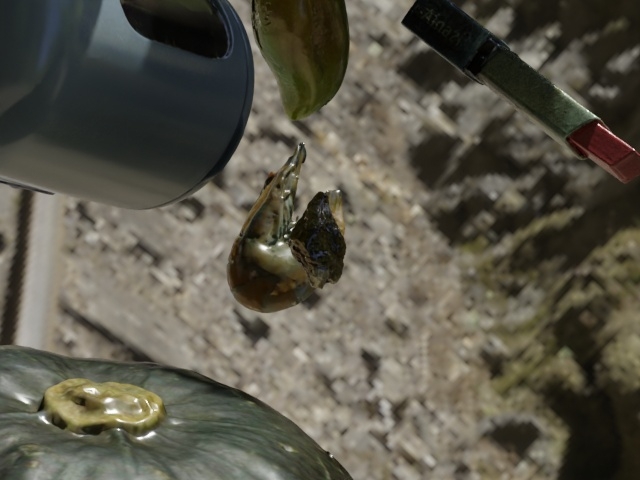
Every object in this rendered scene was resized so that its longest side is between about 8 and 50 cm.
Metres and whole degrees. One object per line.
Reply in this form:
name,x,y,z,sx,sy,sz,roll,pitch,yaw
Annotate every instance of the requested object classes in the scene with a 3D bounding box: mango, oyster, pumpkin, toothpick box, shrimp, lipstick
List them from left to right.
toothpick box,-0.247,-0.150,1.437,0.263,0.263,0.355,49,17,24
pumpkin,-0.171,0.265,1.167,0.454,0.344,0.454,8,12,-2
shrimp,-0.031,-0.021,2.065,0.145,0.254,0.059,11,-30,28
mango,-0.025,-0.251,1.982,0.125,0.233,0.111,-19,33,-34
oyster,-0.003,0.000,1.596,0.051,0.034,0.093,-17,84,-21
lipstick,0.198,-0.150,1.609,0.312,0.051,0.051,44,10,36
